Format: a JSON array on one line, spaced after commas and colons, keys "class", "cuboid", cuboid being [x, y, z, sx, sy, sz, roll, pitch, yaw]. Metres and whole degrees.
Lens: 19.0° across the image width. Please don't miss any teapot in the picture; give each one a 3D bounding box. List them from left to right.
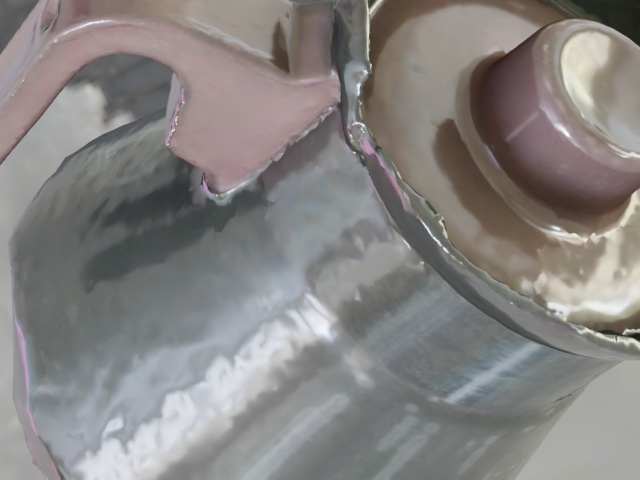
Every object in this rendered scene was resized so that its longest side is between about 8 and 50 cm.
[{"class": "teapot", "cuboid": [0.000, 0.000, 0.943, 0.362, 0.376, 0.306, -41, -144, 43]}]
